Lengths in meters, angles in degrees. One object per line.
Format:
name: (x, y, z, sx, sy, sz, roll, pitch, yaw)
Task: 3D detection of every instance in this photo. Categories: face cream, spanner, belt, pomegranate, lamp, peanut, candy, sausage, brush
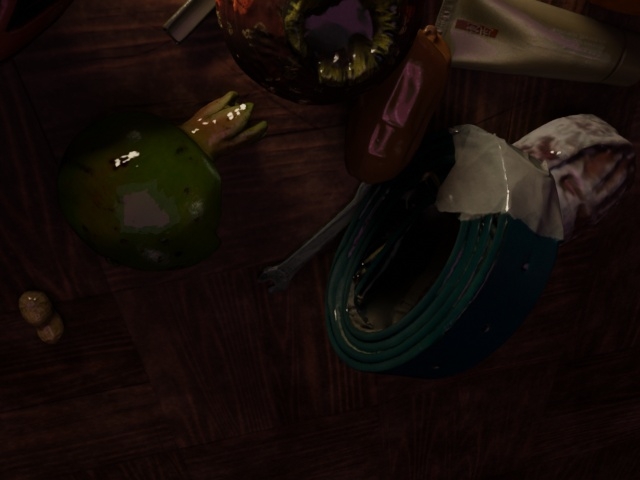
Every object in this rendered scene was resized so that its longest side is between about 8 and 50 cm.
face cream: (0.338, -0.306, 0.756, 0.340, 0.084, 0.137, 7, 131, -10)
spanner: (0.000, 0.000, 0.911, 0.302, 0.018, 0.071, -41, 124, 15)
belt: (0.183, 0.034, 0.793, 0.173, 0.300, 0.437, 11, 121, -34)
pomegranate: (-0.211, -0.097, 0.688, 0.302, 0.236, 0.236, -49, 124, -8)
lamp: (0.003, -0.267, 0.557, 0.246, 0.247, 0.247, -7, 125, -9)
peanut: (-0.488, 0.136, 0.862, 0.053, 0.054, 0.113, -16, 123, -3)
candy: (0.405, -0.088, 0.866, 0.289, 0.157, 0.214, -33, 134, 12)
sausage: (0.110, -0.200, 0.734, 0.120, 0.136, 0.241, 18, 114, -10)
brush: (-0.132, -0.337, 0.647, 0.190, 0.028, 0.034, -42, 127, 7)

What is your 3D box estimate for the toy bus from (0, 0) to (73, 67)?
toy bus: (-0.395, -0.372, 0.403, 0.232, 0.203, 0.427, -17, 132, 35)

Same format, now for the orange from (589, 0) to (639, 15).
orange: (0.429, -0.410, 0.605, 0.245, 0.246, 0.246, -7, 125, -9)
